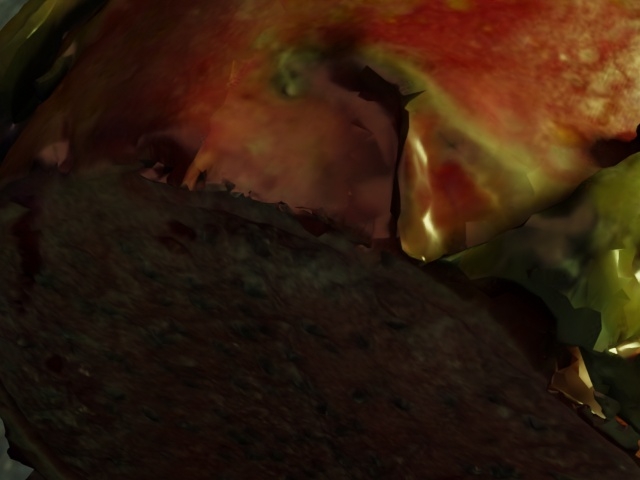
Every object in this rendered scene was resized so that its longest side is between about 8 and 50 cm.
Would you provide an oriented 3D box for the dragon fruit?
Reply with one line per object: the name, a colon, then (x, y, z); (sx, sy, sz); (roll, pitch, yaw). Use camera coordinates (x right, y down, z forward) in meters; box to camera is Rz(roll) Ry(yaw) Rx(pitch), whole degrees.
dragon fruit: (0.047, -0.023, 0.628); (0.314, 0.296, 0.263); (10, 55, 33)
